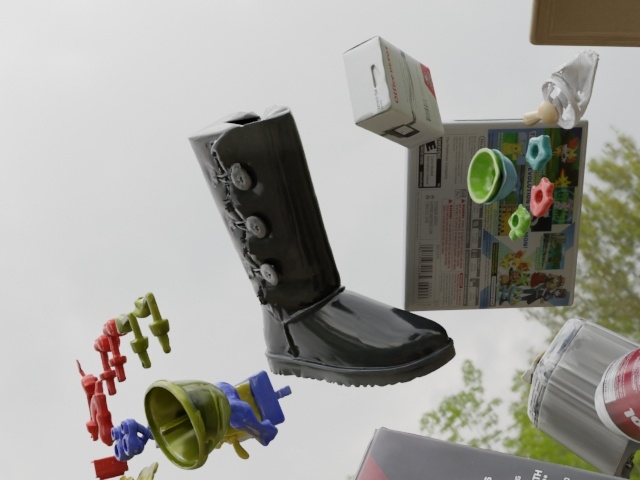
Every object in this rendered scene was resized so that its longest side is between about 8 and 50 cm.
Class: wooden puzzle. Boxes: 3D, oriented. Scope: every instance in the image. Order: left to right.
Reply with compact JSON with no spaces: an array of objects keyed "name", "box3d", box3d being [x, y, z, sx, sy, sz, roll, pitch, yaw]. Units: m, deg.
[{"name":"wooden puzzle","box3d":[0.421,-0.398,1.271,0.238,0.044,0.221,-2,-71,-10]}]

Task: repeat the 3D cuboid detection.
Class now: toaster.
[{"name":"toaster","box3d":[0.346,0.191,1.068,0.129,0.146,0.227,-51,-27,-22]}]

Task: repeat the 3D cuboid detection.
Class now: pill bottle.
[{"name":"pill bottle","box3d":[0.300,0.133,0.763,0.086,0.086,0.152,-26,-15,-11]}]

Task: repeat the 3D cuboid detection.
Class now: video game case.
[{"name":"video game case","box3d":[0.289,-0.041,1.458,0.299,0.036,0.329,-2,-73,-4]}]

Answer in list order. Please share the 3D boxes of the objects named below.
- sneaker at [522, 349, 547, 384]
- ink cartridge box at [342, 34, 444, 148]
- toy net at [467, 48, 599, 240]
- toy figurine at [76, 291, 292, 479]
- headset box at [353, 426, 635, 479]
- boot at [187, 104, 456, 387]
[{"name":"sneaker","box3d":[0.468,0.273,1.857,0.083,0.037,0.032,-57,-13,13]},{"name":"ink cartridge box","box3d":[0.100,-0.200,1.187,0.063,0.109,0.150,-19,-18,32]},{"name":"toy net","box3d":[0.244,-0.111,0.985,0.045,0.122,0.232,6,-44,-19]},{"name":"toy figurine","box3d":[-0.123,0.168,0.980,0.217,0.191,0.362,-7,-18,-30]},{"name":"headset box","box3d":[0.095,0.200,0.294,0.218,0.293,0.110,-62,-38,-34]},{"name":"boot","box3d":[-0.002,0.000,1.374,0.146,0.367,0.445,-31,-70,-51]}]
